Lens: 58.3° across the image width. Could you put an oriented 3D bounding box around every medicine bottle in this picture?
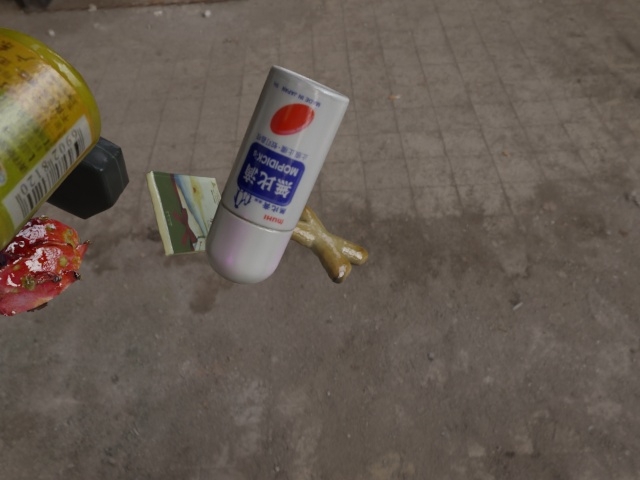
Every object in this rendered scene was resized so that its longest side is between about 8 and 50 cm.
[{"bbox_3d":[-0.080,-0.088,0.900,0.130,0.341,0.130,23,17,-7],"label":"medicine bottle"},{"bbox_3d":[-0.477,-0.083,0.733,0.224,0.224,0.384,12,52,14],"label":"medicine bottle"}]

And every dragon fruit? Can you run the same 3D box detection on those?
[{"bbox_3d":[-0.588,0.051,1.116,0.274,0.126,0.161,-14,63,-17],"label":"dragon fruit"}]

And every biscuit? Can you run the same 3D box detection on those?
[{"bbox_3d":[0.000,0.000,1.279,0.208,0.047,0.164,38,29,12],"label":"biscuit"}]

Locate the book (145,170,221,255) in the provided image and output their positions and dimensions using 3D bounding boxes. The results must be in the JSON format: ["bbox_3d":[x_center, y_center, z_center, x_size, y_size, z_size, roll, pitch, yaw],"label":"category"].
[{"bbox_3d":[-0.315,-0.066,1.413,0.026,0.289,0.201,-17,88,20],"label":"book"}]

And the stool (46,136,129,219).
[{"bbox_3d":[-0.648,-0.183,1.559,0.232,0.232,0.141,4,42,7],"label":"stool"}]
